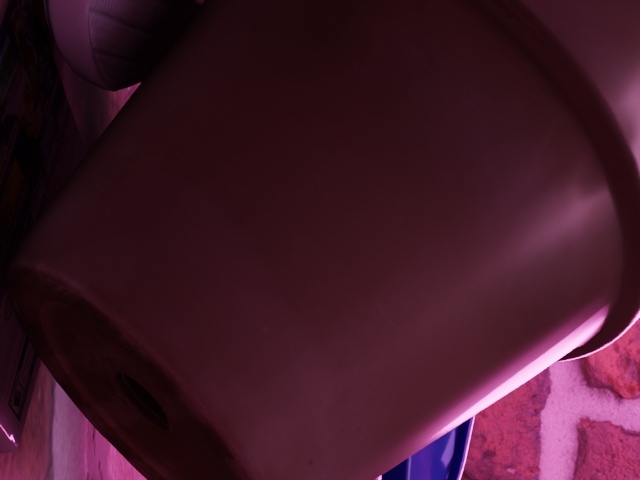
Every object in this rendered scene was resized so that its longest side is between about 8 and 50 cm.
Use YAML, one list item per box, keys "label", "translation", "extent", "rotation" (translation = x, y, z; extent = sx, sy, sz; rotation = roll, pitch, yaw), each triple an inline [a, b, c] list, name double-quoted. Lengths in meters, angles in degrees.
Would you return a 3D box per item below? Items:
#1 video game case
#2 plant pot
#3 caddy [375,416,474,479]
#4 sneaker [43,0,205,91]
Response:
- label: "video game case"
  translation: [-0.171, -0.015, 0.589]
  extent: [0.183, 0.023, 0.201]
  rotation: [86, 9, -57]
- label: "plant pot"
  translation: [0.000, 0.000, 0.606]
  extent: [0.280, 0.323, 0.323]
  rotation: [-44, 152, -27]
- label: "caddy"
  translation: [0.010, 0.098, 0.921]
  extent: [0.241, 0.179, 0.341]
  rotation: [27, 74, -54]
- label: "sneaker"
  translation: [-0.127, -0.142, 0.636]
  extent: [0.094, 0.091, 0.258]
  rotation: [-59, -179, 0]
